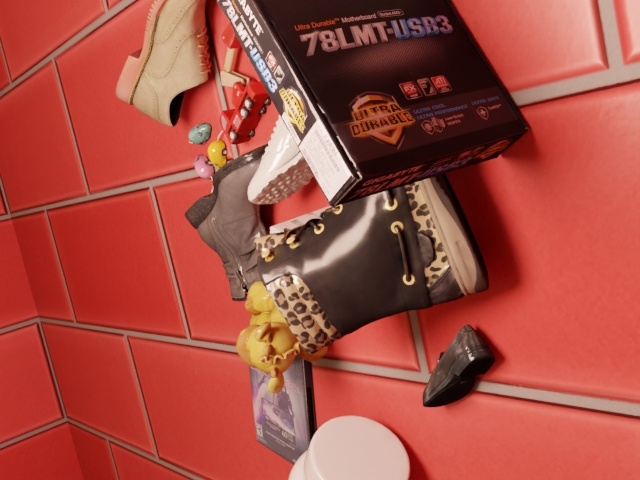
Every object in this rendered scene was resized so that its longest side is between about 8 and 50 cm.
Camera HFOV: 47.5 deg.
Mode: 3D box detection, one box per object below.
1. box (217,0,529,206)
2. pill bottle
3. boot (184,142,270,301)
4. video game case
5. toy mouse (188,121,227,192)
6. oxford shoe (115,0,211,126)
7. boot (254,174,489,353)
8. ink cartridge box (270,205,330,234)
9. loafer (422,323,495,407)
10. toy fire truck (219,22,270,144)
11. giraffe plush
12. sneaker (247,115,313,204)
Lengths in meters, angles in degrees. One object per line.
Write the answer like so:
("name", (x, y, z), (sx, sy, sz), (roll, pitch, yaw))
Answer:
("box", (0.069, -0.209, 0.876), (0.294, 0.295, 0.073), (63, 144, 13))
("pill bottle", (0.026, 0.491, 1.291), (0.204, 0.204, 0.361), (43, 135, 32))
("boot", (-0.117, -0.027, 1.360), (0.223, 0.118, 0.338), (59, 147, 6))
("video game case", (-0.080, 0.330, 1.506), (0.196, 0.026, 0.275), (16, 117, 48))
("toy mouse", (-0.244, -0.183, 1.496), (0.143, 0.031, 0.161), (32, 128, 40))
("oxford shoe", (-0.252, -0.382, 1.379), (0.146, 0.140, 0.397), (37, 134, -5))
("boot", (0.034, -0.048, 1.017), (0.284, 0.138, 0.378), (-28, 88, 15))
("ink cartridge box", (0.000, 0.000, 1.180), (0.099, 0.135, 0.056), (32, 131, 41))
("loafer", (0.198, 0.192, 1.083), (0.170, 0.062, 0.061), (-58, 37, 41))
("toy fire truck", (-0.148, -0.283, 1.322), (0.135, 0.047, 0.192), (58, 141, 19))
("giraffe plush", (-0.072, 0.171, 1.277), (0.210, 0.170, 0.181), (-28, 103, 41))
("sneaker", (-0.045, -0.155, 1.187), (0.235, 0.090, 0.095), (-46, 68, 23))
